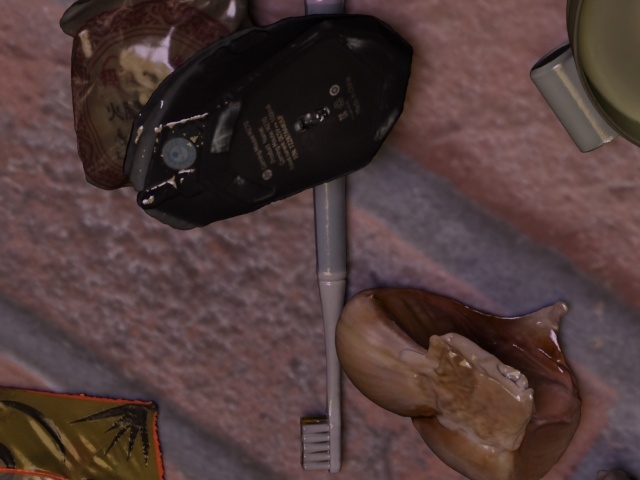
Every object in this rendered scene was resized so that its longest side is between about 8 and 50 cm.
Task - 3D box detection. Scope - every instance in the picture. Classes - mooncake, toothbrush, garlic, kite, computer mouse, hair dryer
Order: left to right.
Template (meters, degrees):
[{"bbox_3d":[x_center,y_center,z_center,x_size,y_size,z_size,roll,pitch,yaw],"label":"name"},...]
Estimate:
[{"bbox_3d":[-0.225,0.222,1.107,0.377,0.013,0.327,43,111,-4],"label":"kite"},{"bbox_3d":[-0.097,-0.097,0.934,0.125,0.073,0.130,-3,110,12],"label":"mooncake"},{"bbox_3d":[-0.032,-0.079,0.882,0.192,0.062,0.106,-27,130,-12],"label":"computer mouse"},{"bbox_3d":[0.002,0.000,0.971,0.030,0.025,0.342,-2,110,-9],"label":"toothbrush"},{"bbox_3d":[0.091,0.087,0.954,0.174,0.099,0.124,35,132,3],"label":"garlic"},{"bbox_3d":[0.194,-0.110,0.890,0.124,0.038,0.063,-33,101,13],"label":"hair dryer"}]

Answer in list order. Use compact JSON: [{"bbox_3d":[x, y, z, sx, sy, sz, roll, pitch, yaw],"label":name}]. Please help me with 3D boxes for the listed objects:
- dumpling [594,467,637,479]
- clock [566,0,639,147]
[{"bbox_3d":[0.175,0.344,0.929,0.181,0.260,0.341,27,108,8],"label":"dumpling"},{"bbox_3d":[0.253,-0.133,0.806,0.235,0.029,0.235,-3,137,-3],"label":"clock"}]
